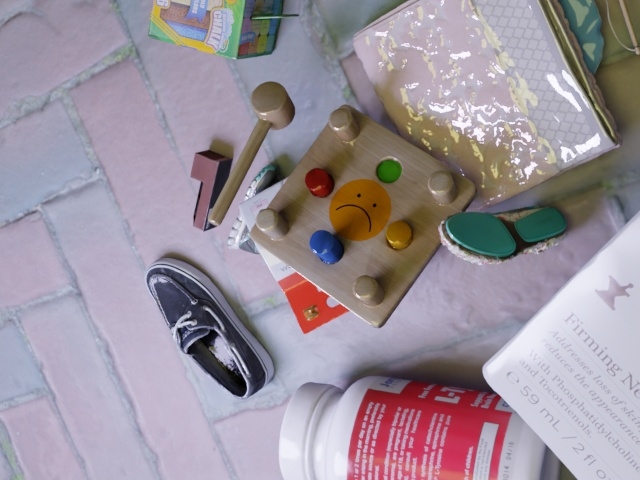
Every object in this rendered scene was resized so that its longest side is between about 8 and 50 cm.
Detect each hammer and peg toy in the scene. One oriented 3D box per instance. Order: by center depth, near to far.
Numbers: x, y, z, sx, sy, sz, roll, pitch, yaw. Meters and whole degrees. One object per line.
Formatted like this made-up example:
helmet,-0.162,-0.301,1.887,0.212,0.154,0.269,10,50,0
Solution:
hammer and peg toy,0.015,-0.063,1.468,0.361,0.127,0.266,34,87,22

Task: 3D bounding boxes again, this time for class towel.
towel,0.232,-0.219,1.433,0.317,0.053,0.332,-26,91,38

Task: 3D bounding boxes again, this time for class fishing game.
fishing game,0.321,-0.286,1.411,0.264,0.041,0.189,-17,95,35

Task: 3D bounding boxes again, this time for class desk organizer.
desk organizer,-0.197,-0.086,1.693,0.050,0.047,0.130,23,111,20

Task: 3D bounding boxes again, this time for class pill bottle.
pill bottle,0.154,0.336,1.535,0.407,0.229,0.229,6,105,23

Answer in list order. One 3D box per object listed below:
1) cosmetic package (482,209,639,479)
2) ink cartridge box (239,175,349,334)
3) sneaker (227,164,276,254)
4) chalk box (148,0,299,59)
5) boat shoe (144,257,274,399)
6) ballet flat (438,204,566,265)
cosmetic package,0.484,0.113,1.205,0.329,0.327,0.394,48,135,15
ink cartridge box,0.000,0.000,1.546,0.189,0.066,0.232,-28,64,6
sneaker,-0.096,-0.048,1.657,0.076,0.065,0.166,23,116,0
chalk box,-0.142,-0.363,1.550,0.213,0.132,0.132,19,110,21
boat shoe,-0.212,0.157,1.728,0.301,0.102,0.108,49,117,6
ballet flat,0.256,0.001,1.415,0.077,0.241,0.091,-51,53,47
